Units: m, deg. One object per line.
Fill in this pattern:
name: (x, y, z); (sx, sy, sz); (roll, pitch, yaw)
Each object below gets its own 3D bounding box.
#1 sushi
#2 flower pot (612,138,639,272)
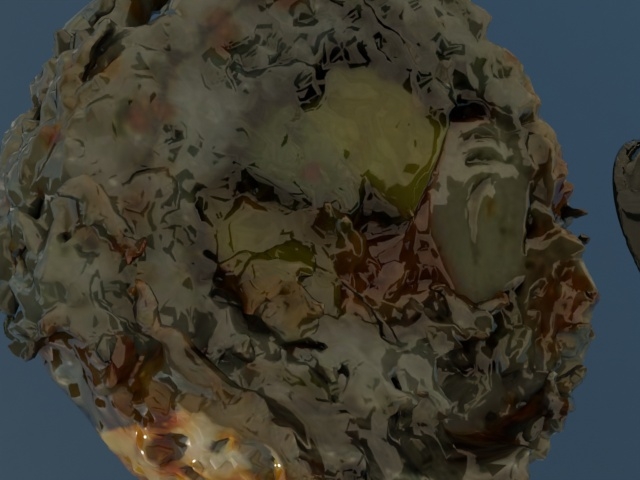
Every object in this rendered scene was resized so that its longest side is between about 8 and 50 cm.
sushi: (-0.002, -0.004, 0.938); (0.417, 0.176, 0.417); (11, -113, -28)
flower pot: (0.259, -0.013, 0.904); (0.157, 0.107, 0.157); (34, -140, -33)
